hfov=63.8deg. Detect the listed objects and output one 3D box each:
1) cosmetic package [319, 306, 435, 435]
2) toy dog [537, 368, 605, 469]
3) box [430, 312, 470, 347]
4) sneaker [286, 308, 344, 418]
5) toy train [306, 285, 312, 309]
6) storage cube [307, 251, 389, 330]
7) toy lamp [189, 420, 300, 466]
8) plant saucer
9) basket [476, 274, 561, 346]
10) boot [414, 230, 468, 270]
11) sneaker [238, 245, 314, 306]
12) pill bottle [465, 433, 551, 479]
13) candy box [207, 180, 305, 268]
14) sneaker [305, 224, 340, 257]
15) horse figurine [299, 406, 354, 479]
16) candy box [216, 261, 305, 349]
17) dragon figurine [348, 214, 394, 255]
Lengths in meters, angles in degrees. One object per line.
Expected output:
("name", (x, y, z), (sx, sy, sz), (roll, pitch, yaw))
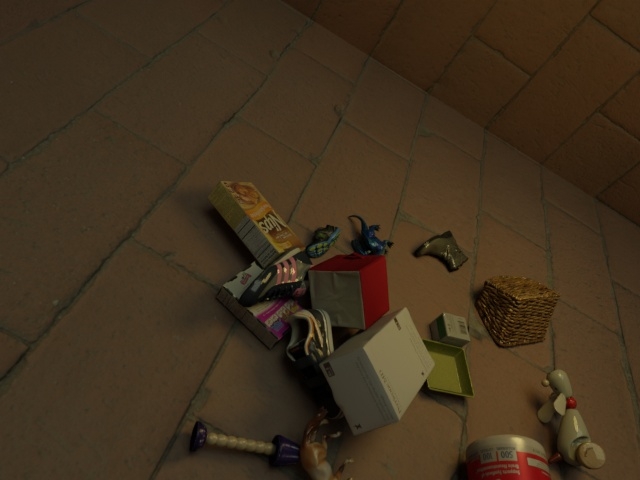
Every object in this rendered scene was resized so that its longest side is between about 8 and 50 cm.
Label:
("cosmetic package", (0.175, 0.358, 1.475), (0.217, 0.156, 0.385), (63, 26, 2))
("toy dog", (0.819, 0.630, 1.763), (0.161, 0.220, 0.333), (-11, 46, -1))
("box", (0.463, 0.329, 1.845), (0.102, 0.087, 0.101), (16, 46, -19))
("sneaker", (-0.021, 0.351, 1.467), (0.128, 0.126, 0.320), (8, 58, -42))
("toy train", (-0.023, 0.210, 1.686), (0.036, 0.027, 0.158), (4, 51, -16))
("storage cube", (0.090, 0.155, 1.610), (0.193, 0.184, 0.214), (-24, 110, -58))
("toy lamp", (-0.183, 0.513, 1.285), (0.275, 0.080, 0.080), (16, 47, -17))
("plant saucer", (0.419, 0.441, 1.750), (0.188, 0.045, 0.188), (17, 46, -20))
("basket", (0.775, 0.277, 2.086), (0.300, 0.222, 0.213), (-1, 21, -33))
("boot", (0.510, 0.058, 2.122), (0.247, 0.083, 0.161), (-19, 71, -40))
("sneaker", (-0.111, 0.128, 1.532), (0.131, 0.112, 0.319), (45, 40, 4))
("pill bottle", (0.533, 0.768, 1.404), (0.229, 0.229, 0.407), (21, 45, -16))
("candy box", (-0.211, -0.058, 1.713), (0.316, 0.087, 0.183), (49, 23, 14))
("sneaker", (0.000, 0.000, 1.866), (0.078, 0.067, 0.188), (26, 41, 21))
("horse figurine", (0.013, 0.568, 1.314), (0.175, 0.066, 0.263), (-20, 87, -55))
("candy box", (-0.177, 0.194, 1.566), (0.233, 0.071, 0.159), (43, 41, 7))
("dragon figurine", (0.177, 0.005, 1.946), (0.144, 0.085, 0.289), (-20, 67, -42))
